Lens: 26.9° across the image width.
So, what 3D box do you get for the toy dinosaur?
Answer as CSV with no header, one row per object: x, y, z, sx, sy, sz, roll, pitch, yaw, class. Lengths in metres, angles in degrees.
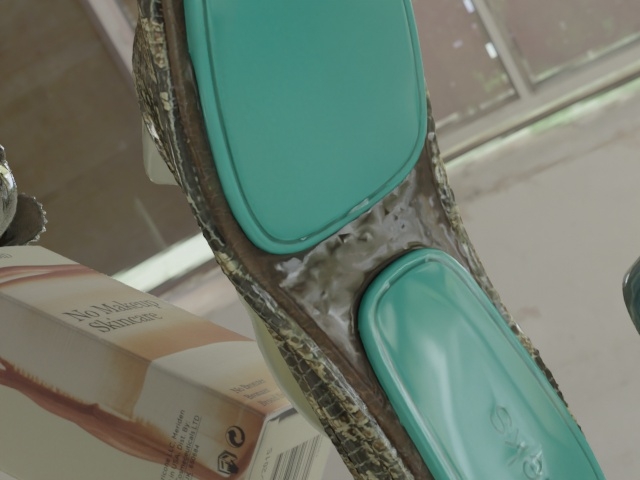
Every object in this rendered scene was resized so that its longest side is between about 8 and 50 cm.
-0.317,-0.052,1.177,0.121,0.160,0.313,-36,179,-4,toy dinosaur

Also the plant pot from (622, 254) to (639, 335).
0.400,0.038,0.986,0.195,0.290,0.290,-58,-177,25,plant pot

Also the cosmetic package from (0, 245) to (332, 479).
-0.148,0.114,0.985,0.296,0.129,0.153,21,-168,20,cosmetic package

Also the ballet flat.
0.000,0.000,0.730,0.164,0.483,0.182,-35,-163,-31,ballet flat
